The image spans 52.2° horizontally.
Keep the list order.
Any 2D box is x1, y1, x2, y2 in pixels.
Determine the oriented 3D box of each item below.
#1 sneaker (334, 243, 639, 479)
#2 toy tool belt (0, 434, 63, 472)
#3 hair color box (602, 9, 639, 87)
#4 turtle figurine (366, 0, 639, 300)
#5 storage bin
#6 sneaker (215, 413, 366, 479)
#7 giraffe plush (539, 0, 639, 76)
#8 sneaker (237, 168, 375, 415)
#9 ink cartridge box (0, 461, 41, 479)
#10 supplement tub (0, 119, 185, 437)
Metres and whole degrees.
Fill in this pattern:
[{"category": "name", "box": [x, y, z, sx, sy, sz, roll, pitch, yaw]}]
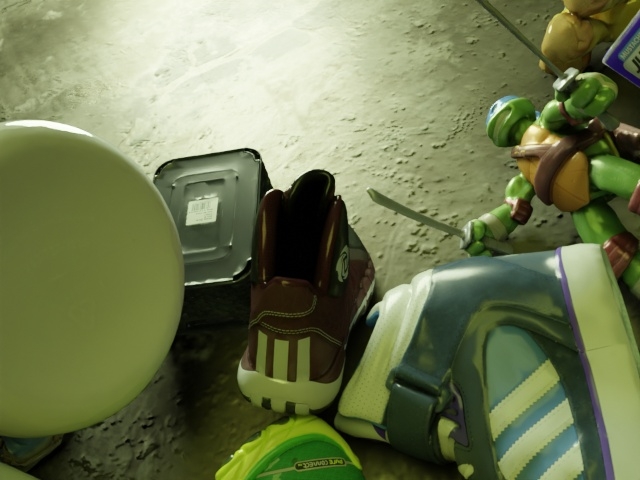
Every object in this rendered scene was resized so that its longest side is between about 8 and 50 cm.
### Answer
[{"category": "sneaker", "box": [0.126, 0.167, 0.490, 0.236, 0.130, 0.322, -16, 62, 26]}, {"category": "toy tool belt", "box": [-0.265, 0.171, 0.611, 0.052, 0.051, 0.083, 26, 62, 30]}, {"category": "hair color box", "box": [0.451, -0.142, 0.568, 0.339, 0.110, 0.185, 40, 68, 10]}, {"category": "turtle figurine", "box": [0.202, -0.038, 0.570, 0.266, 0.275, 0.197, 46, 108, 33]}, {"category": "storage bin", "box": [-0.113, -0.002, 0.689, 0.122, 0.084, 0.180, -8, 52, 9]}, {"category": "sneaker", "box": [-0.073, 0.258, 0.452, 0.123, 0.109, 0.295, 37, 76, 23]}, {"category": "giraffe plush", "box": [0.363, -0.260, 0.745, 0.171, 0.181, 0.210, 21, 25, 16]}, {"category": "sneaker", "box": [0.000, 0.000, 0.560, 0.107, 0.162, 0.281, 6, 29, 2]}, {"category": "ink cartridge box", "box": [-0.343, 0.320, 0.494, 0.330, 0.071, 0.324, 5, 53, 33]}, {"category": "supplement tub", "box": [-0.306, 0.039, 0.567, 0.325, 0.235, 0.235, -7, 48, 36]}]
